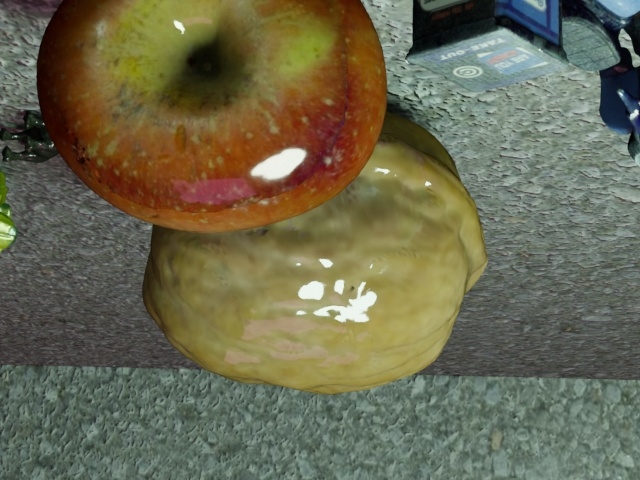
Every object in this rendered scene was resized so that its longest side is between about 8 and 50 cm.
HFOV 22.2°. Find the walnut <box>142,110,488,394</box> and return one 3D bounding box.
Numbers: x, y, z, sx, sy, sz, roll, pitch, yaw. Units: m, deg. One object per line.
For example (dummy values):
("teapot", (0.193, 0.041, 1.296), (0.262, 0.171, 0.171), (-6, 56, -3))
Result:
("walnut", (0.000, 0.003, 1.641), (0.344, 0.306, 0.306), (7, 164, -3))

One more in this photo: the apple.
("apple", (-0.085, -0.128, 1.304), (0.272, 0.252, 0.206), (-18, 173, 1))

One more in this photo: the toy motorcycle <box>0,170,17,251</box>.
("toy motorcycle", (-0.524, -0.045, 1.897), (0.342, 0.142, 0.206), (10, -159, -25))

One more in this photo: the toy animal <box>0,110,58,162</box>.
("toy animal", (-0.293, -0.114, 1.770), (0.065, 0.047, 0.135), (8, 163, -35))

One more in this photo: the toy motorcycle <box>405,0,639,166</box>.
("toy motorcycle", (0.201, -0.160, 1.188), (0.125, 0.213, 0.358), (-12, 158, 41))
